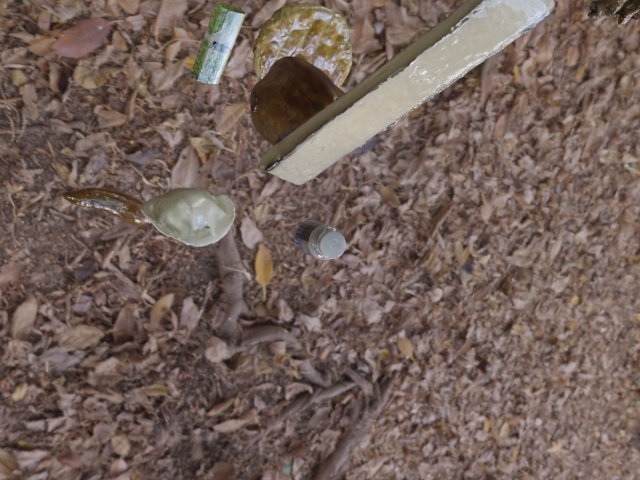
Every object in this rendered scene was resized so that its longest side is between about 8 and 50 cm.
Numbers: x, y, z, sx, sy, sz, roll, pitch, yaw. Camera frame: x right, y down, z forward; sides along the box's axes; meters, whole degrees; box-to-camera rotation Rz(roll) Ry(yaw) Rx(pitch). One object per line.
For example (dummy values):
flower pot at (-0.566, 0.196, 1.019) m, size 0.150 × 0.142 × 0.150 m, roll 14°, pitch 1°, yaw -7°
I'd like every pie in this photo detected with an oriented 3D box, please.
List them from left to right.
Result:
pie at (-0.051, -0.533, 1.613) m, size 0.340 × 0.083 × 0.339 m, roll -22°, pitch 136°, yaw -24°

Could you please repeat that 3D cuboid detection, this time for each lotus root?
lotus root at (-0.043, -0.256, 1.085) m, size 0.193 × 0.291 × 0.193 m, roll -18°, pitch 133°, yaw -20°

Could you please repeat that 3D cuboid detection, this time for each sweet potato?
sweet potato at (-0.708, -0.126, 1.853) m, size 0.292 × 0.097 × 0.097 m, roll 20°, pitch 97°, yaw -27°

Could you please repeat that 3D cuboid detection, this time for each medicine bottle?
medicine bottle at (0.000, 0.000, 1.622) m, size 0.107 × 0.191 × 0.106 m, roll -3°, pitch 99°, yaw -21°

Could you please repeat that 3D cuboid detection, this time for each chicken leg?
chicken leg at (0.627, -0.482, 1.102) m, size 0.125 × 0.196 × 0.080 m, roll -20°, pitch 114°, yaw 14°

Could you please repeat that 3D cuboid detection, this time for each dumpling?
dumpling at (-0.333, -0.059, 1.391) m, size 0.126 × 0.166 × 0.216 m, roll -41°, pitch 147°, yaw 27°

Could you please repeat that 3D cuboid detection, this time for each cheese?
cheese at (0.085, -0.180, 0.673) m, size 0.400 × 0.034 × 0.085 m, roll -31°, pitch 148°, yaw 33°

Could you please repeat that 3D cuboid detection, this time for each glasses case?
glasses case at (-0.350, -0.668, 1.875) m, size 0.095 × 0.062 × 0.272 m, roll -11°, pitch 142°, yaw -45°
